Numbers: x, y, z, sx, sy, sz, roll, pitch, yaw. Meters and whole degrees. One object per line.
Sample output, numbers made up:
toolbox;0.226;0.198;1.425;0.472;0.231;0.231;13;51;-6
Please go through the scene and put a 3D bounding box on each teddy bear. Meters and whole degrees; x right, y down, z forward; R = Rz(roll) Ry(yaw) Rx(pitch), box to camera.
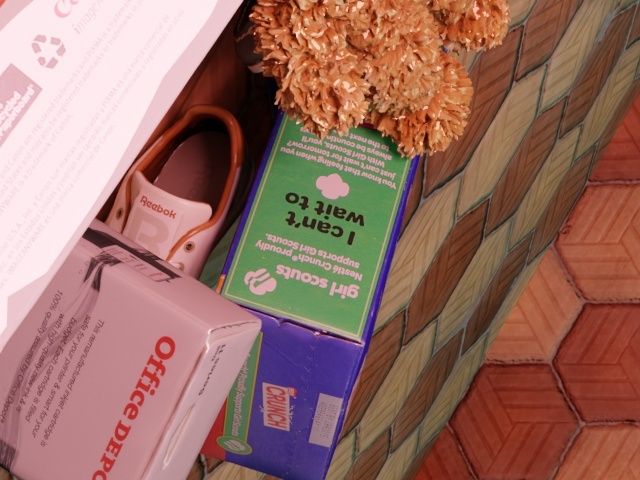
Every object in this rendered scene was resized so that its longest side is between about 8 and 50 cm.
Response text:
teddy bear;0.030;-0.186;0.994;0.245;0.113;0.338;-50;133;-17

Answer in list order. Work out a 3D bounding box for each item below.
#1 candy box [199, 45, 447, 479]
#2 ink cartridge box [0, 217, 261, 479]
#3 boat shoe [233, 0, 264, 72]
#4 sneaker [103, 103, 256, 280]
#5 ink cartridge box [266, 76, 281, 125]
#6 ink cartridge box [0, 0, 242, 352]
candy box;0.000;0.000;1.200;0.268;0.122;0.317;104;1;-57
ink cartridge box;-0.163;0.068;0.941;0.153;0.208;0.087;-63;162;12
boat shoe;0.020;-0.281;1.111;0.335;0.095;0.112;-54;-162;-6
sneaker;-0.141;0.021;1.103;0.123;0.106;0.290;91;22;-70
ink cartridge box;0.037;-0.183;1.354;0.224;0.045;0.223;-53;162;-19
ink cartridge box;-0.165;-0.152;0.581;0.130;0.272;0.309;-12;-138;60
